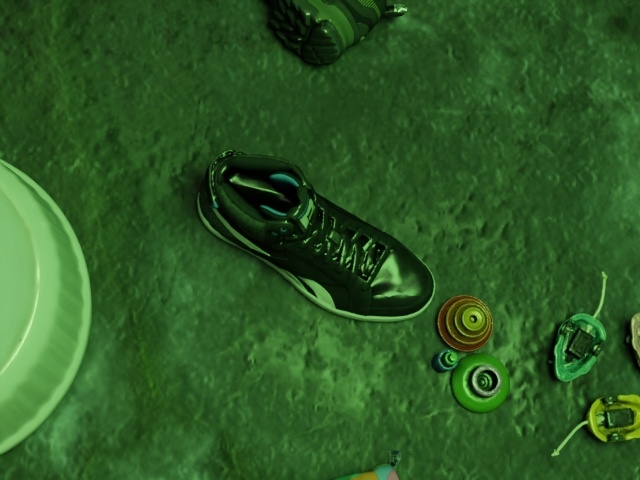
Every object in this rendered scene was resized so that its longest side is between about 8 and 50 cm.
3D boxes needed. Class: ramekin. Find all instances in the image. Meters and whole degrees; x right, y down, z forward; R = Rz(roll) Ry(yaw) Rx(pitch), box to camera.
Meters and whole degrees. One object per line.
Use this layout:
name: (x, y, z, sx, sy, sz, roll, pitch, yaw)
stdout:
ramekin: (-0.311, 0.042, 0.873, 0.272, 0.127, 0.273, 2, 78, -8)

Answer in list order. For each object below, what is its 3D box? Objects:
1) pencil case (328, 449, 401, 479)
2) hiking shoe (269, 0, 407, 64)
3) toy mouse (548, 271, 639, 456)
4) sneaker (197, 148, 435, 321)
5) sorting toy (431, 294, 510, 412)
pencil case: (-0.033, 0.239, 0.886, 0.236, 0.104, 0.104, -14, 80, -10)
hiking shoe: (-0.024, -0.265, 1.014, 0.114, 0.086, 0.227, -34, 90, -27)
toy mouse: (0.252, 0.099, 0.991, 0.161, 0.031, 0.143, -10, 80, -10)
sneaker: (0.000, 0.000, 0.929, 0.217, 0.121, 0.079, 25, 77, -2)
sorting toy: (0.127, 0.095, 0.968, 0.061, 0.042, 0.102, -15, 81, -11)
